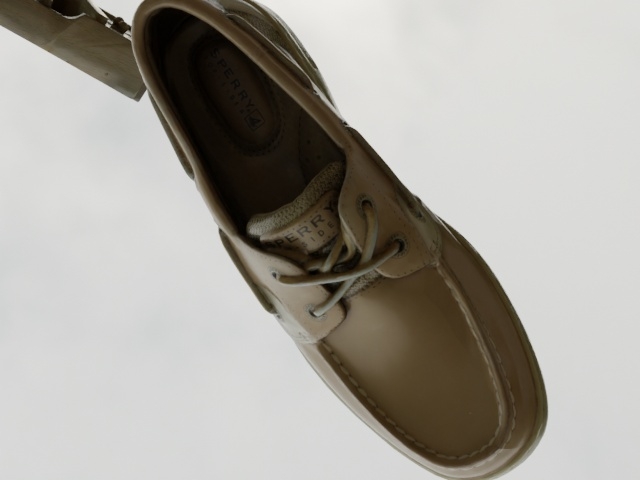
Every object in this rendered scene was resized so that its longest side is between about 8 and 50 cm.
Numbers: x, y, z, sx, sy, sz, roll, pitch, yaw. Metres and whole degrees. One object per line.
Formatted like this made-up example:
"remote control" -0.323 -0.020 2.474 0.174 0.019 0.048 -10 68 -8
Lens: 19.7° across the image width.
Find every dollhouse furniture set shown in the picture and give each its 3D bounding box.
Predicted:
"dollhouse furniture set" -0.164 -0.265 1.520 0.161 0.242 0.212 29 -171 -29

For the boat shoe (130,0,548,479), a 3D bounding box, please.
"boat shoe" 0.000 0.000 1.067 0.341 0.121 0.110 52 -167 11
